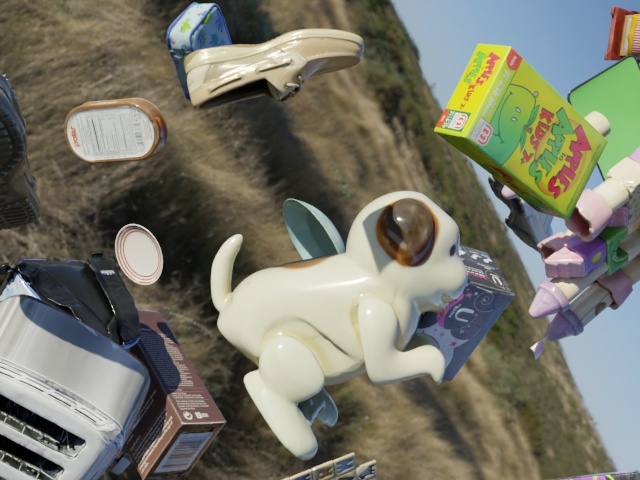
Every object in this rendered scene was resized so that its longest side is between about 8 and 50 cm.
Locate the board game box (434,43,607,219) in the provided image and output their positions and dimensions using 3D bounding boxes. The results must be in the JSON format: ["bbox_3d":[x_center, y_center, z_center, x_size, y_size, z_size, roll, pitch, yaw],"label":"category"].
[{"bbox_3d":[0.197,-0.100,0.766,0.181,0.092,0.043,29,-3,-37],"label":"board game box"}]

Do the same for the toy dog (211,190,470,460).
[{"bbox_3d":[0.058,0.092,1.328,0.395,0.408,0.284,53,9,14],"label":"toy dog"}]

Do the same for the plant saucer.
[{"bbox_3d":[0.000,0.000,1.482,0.195,0.037,0.195,47,-23,27],"label":"plant saucer"}]

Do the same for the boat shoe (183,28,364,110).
[{"bbox_3d":[-0.080,-0.312,1.501,0.121,0.341,0.110,91,-12,-78],"label":"boat shoe"}]

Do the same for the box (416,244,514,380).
[{"bbox_3d":[0.240,0.141,1.603,0.163,0.247,0.142,15,29,-27],"label":"box"}]

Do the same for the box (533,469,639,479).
[{"bbox_3d":[0.294,0.331,0.915,0.029,0.162,0.116,32,49,-67],"label":"box"}]

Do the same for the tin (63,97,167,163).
[{"bbox_3d":[-0.355,-0.188,1.371,0.040,0.189,0.106,-42,128,-65],"label":"tin"}]

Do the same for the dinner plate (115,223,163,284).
[{"bbox_3d":[-0.401,0.031,1.778,0.017,0.141,0.141,-25,91,-55],"label":"dinner plate"}]

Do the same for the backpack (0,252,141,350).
[{"bbox_3d":[-0.517,0.170,1.648,0.263,0.213,0.276,38,20,22],"label":"backpack"}]

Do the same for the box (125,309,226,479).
[{"bbox_3d":[-0.399,0.356,1.885,0.143,0.191,0.381,12,30,-49],"label":"box"}]

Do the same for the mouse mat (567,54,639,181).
[{"bbox_3d":[0.519,-0.206,1.380,0.190,0.152,0.007,62,-11,-14],"label":"mouse mat"}]

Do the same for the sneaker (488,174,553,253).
[{"bbox_3d":[0.429,-0.072,1.564,0.111,0.129,0.297,45,-5,35],"label":"sneaker"}]

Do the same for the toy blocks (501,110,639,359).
[{"bbox_3d":[0.402,0.031,1.138,0.309,0.260,0.289,44,-15,41],"label":"toy blocks"}]

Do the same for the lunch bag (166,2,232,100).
[{"bbox_3d":[-0.286,-0.461,1.962,0.219,0.090,0.176,73,35,-46],"label":"lunch bag"}]

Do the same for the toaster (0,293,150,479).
[{"bbox_3d":[-0.289,0.157,0.817,0.227,0.129,0.146,37,15,-18],"label":"toaster"}]

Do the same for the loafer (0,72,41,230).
[{"bbox_3d":[-0.326,-0.094,0.747,0.268,0.102,0.092,119,-47,-64],"label":"loafer"}]

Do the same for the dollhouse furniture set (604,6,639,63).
[{"bbox_3d":[0.751,-0.561,1.698,0.201,0.152,0.374,15,-75,50],"label":"dollhouse furniture set"}]

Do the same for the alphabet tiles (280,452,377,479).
[{"bbox_3d":[-0.012,0.664,1.982,0.011,0.342,0.285,-129,-152,-51],"label":"alphabet tiles"}]
